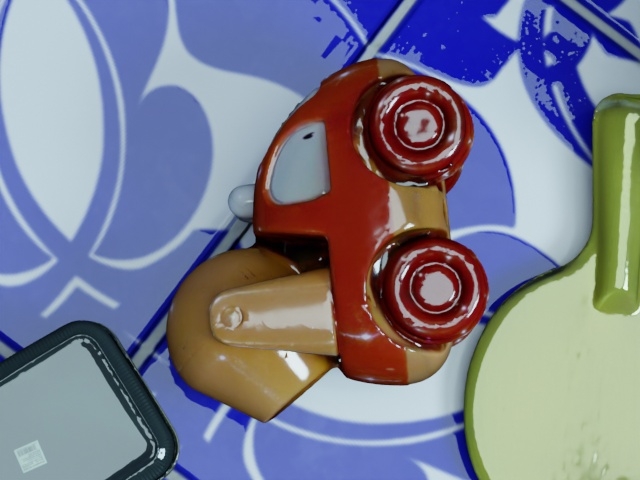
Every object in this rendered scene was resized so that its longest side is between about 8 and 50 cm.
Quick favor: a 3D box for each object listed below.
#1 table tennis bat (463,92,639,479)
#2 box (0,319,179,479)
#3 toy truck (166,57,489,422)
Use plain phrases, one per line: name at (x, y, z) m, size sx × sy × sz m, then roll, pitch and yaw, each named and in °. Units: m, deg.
table tennis bat at (0.228, 0.067, 1.444) m, size 0.224 × 0.054 × 0.368 m, roll 5°, pitch 87°, yaw -7°
box at (-0.216, 0.158, 1.363) m, size 0.201 × 0.090 × 0.144 m, roll -31°, pitch 87°, yaw -8°
toy truck at (0.000, 0.000, 1.361) m, size 0.239 × 0.189 × 0.265 m, roll -4°, pitch 84°, yaw 2°
